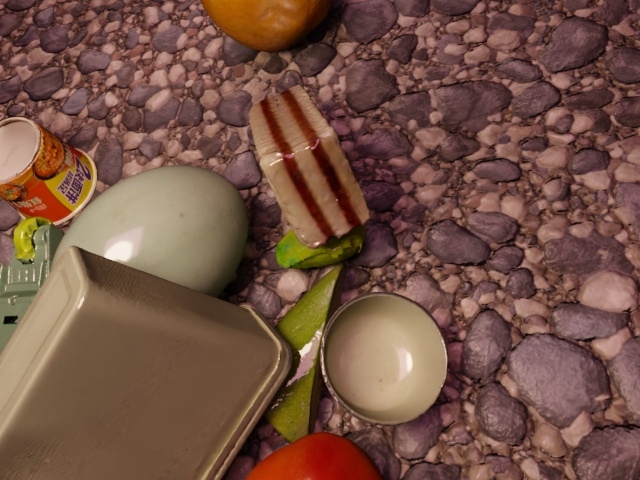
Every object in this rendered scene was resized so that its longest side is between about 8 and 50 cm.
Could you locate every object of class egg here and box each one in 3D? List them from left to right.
[{"bbox_3d":[-0.298,0.022,0.985,0.276,0.276,0.389,34,62,23],"label":"egg"}]

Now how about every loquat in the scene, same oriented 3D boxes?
[{"bbox_3d":[-0.114,-0.582,1.182,0.328,0.328,0.329,-5,66,11],"label":"loquat"}]

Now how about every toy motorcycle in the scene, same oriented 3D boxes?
[{"bbox_3d":[-0.514,0.129,1.046,0.191,0.200,0.327,-4,73,21],"label":"toy motorcycle"}]

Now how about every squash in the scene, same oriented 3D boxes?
[{"bbox_3d":[-0.003,0.185,0.946,0.288,0.111,0.203,-42,66,-9],"label":"squash"}]

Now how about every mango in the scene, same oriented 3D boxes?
[{"bbox_3d":[0.000,-0.001,1.017,0.178,0.119,0.100,-19,80,3],"label":"mango"}]

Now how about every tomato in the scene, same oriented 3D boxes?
[{"bbox_3d":[-0.007,0.423,0.804,0.259,0.180,0.260,-4,71,12],"label":"tomato"}]

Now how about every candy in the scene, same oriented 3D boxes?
[{"bbox_3d":[-0.031,-0.145,0.987,0.135,0.179,0.321,-25,32,1],"label":"candy"}]

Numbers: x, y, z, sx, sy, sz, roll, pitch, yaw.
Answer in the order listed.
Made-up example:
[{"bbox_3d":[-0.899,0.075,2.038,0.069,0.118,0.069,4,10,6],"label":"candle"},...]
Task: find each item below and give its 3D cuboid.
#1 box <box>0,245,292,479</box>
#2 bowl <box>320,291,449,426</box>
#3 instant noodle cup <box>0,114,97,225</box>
[{"bbox_3d":[-0.281,0.228,0.810,0.352,0.343,0.177,-57,38,4],"label":"box"},{"bbox_3d":[0.091,0.195,0.898,0.211,0.112,0.212,4,72,-12],"label":"bowl"},{"bbox_3d":[-0.635,-0.158,1.200,0.213,0.174,0.213,-4,67,11],"label":"instant noodle cup"}]
